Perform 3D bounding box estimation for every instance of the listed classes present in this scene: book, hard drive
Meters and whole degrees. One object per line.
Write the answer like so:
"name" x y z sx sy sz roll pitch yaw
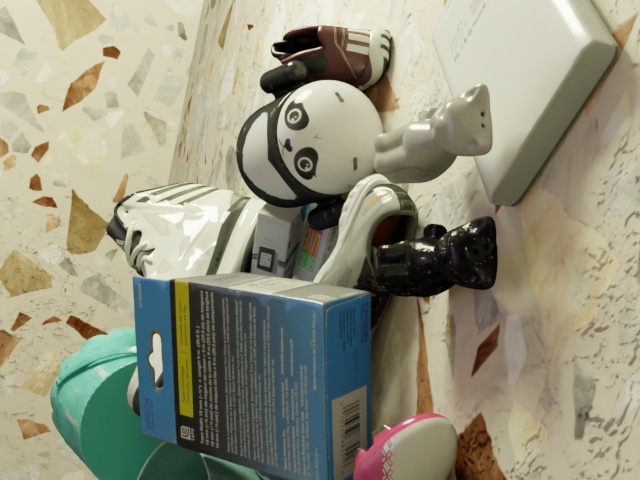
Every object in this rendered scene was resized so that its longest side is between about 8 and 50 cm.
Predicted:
"book" 0.000 0.000 1.490 0.096 0.035 0.144 -150 73 -67
"hard drive" 0.203 -0.213 0.988 0.308 0.040 0.203 -100 27 -45

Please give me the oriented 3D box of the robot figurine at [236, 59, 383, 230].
"robot figurine" -0.025 -0.140 1.379 0.278 0.209 0.174 -10 49 62

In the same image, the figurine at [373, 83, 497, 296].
"figurine" 0.131 -0.048 0.969 0.209 0.092 0.215 166 103 -75

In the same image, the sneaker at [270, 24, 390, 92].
"sneaker" -0.014 -0.268 1.457 0.281 0.162 0.107 135 141 -59

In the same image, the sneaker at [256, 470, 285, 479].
"sneaker" -0.035 0.187 1.373 0.182 0.127 0.316 -55 37 44

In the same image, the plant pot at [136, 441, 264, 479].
"plant pot" -0.148 0.450 1.363 0.290 0.195 0.290 -30 52 48

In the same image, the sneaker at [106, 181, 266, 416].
"sneaker" -0.264 0.081 1.523 0.169 0.257 0.448 91 -160 -51

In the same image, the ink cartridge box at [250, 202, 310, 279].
"ink cartridge box" -0.070 0.015 1.541 0.104 0.060 0.180 -55 -21 -55

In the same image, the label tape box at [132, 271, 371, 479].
"label tape box" -0.095 0.169 1.223 0.333 0.106 0.241 7 102 37

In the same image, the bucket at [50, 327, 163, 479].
"bucket" -0.322 0.298 1.616 0.183 0.281 0.281 17 97 63

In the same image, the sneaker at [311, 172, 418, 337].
"sneaker" 0.055 0.052 1.197 0.108 0.100 0.272 -133 56 -61

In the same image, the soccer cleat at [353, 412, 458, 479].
"soccer cleat" 0.081 0.322 0.990 0.143 0.116 0.331 62 143 37
